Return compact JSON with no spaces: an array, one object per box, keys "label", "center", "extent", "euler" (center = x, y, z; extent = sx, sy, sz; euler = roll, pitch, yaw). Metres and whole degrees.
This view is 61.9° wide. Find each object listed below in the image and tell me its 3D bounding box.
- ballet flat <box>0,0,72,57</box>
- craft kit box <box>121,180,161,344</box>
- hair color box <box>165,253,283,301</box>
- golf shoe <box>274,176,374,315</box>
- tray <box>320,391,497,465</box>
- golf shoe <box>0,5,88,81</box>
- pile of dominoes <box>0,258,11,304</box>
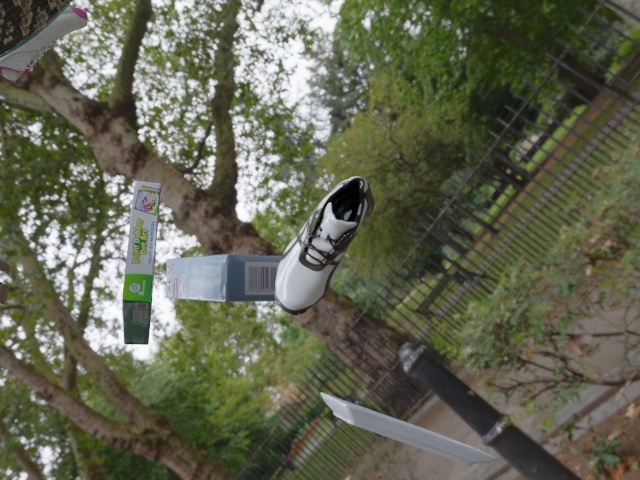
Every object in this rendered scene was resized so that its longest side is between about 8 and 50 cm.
[{"label":"ballet flat","center":[-0.479,-0.229,0.556],"extent":[0.483,0.164,0.182],"euler":[-36,-7,-10]},{"label":"craft kit box","center":[-0.353,0.052,1.058],"extent":[0.250,0.061,0.246],"euler":[122,151,-56]},{"label":"hair color box","center":[-0.243,0.097,1.374],"extent":[0.186,0.113,0.375],"euler":[4,-6,-36]},{"label":"golf shoe","center":[0.000,0.000,0.670],"extent":[0.198,0.077,0.094],"euler":[-61,-6,-10]},{"label":"tray","center":[0.135,0.312,0.873],"extent":[0.145,0.271,0.030],"euler":[149,143,-72]},{"label":"golf shoe","center":[-0.665,-0.437,1.200],"extent":[0.306,0.140,0.115],"euler":[-20,13,-11]},{"label":"pile of dominoes","center":[-0.942,0.118,1.436],"extent":[0.251,0.040,0.195],"euler":[72,-162,-64]}]
